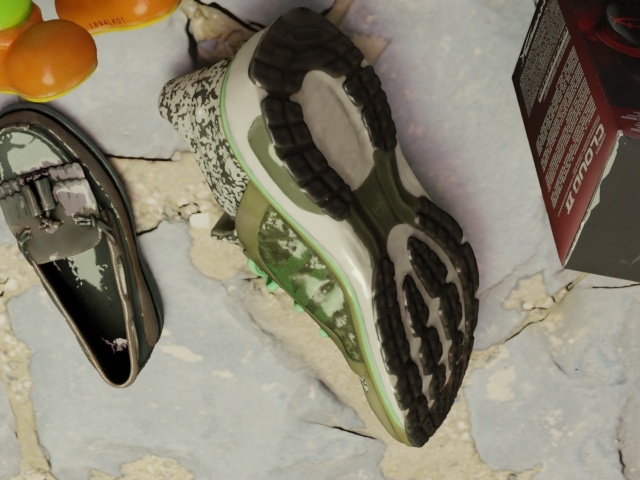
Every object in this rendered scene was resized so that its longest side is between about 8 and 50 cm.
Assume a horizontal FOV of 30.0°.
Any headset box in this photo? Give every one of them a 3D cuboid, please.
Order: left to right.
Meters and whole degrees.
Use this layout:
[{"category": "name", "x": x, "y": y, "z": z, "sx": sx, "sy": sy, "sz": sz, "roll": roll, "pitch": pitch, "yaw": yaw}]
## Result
[{"category": "headset box", "x": 0.268, "y": -0.069, "z": 0.831, "sx": 0.218, "sy": 0.293, "sz": 0.110, "roll": 11, "pitch": 125, "yaw": -6}]

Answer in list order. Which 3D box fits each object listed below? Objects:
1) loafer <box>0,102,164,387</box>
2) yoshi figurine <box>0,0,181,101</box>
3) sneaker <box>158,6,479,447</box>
[{"category": "loafer", "x": -0.203, "y": 0.010, "z": 1.016, "sx": 0.096, "sy": 0.084, "sz": 0.267, "roll": -15, "pitch": 124, "yaw": 11}, {"category": "yoshi figurine", "x": -0.200, "y": -0.282, "z": 0.760, "sx": 0.203, "sy": 0.203, "sz": 0.362, "roll": -23, "pitch": 121, "yaw": -3}, {"category": "sneaker", "x": 0.000, "y": 0.000, "z": 0.998, "sx": 0.182, "sy": 0.158, "sz": 0.410, "roll": 2, "pitch": 127, "yaw": 42}]
